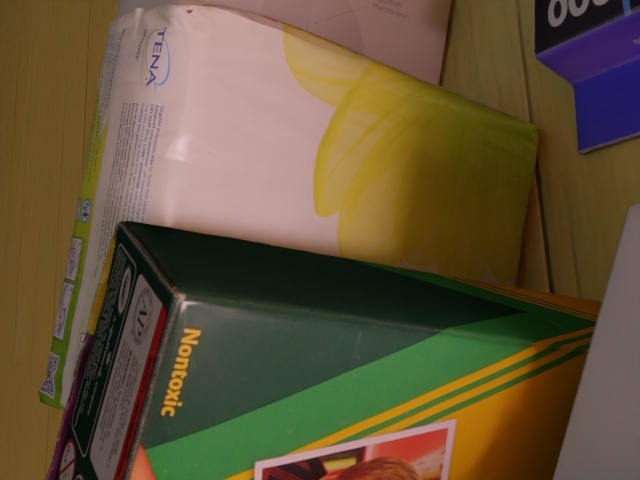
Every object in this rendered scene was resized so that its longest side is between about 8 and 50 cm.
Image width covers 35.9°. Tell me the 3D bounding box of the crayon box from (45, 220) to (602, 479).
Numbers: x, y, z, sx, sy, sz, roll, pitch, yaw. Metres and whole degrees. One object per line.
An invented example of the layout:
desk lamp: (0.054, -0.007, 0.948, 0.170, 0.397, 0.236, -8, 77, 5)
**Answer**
crayon box: (0.012, 0.197, 0.504, 0.106, 0.313, 0.363, 37, 113, 59)

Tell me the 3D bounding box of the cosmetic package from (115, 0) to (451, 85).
cosmetic package: (-0.029, -0.164, 0.756, 0.138, 0.224, 0.224, 9, 89, 58)

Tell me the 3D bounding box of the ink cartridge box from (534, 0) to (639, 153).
ink cartridge box: (0.206, -0.173, 0.555, 0.206, 0.045, 0.208, -18, 68, 55)

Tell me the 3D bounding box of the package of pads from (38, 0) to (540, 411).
package of pads: (0.000, 0.000, 0.594, 0.101, 0.296, 0.229, 7, 87, 50)

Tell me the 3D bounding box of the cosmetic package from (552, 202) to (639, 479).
cosmetic package: (0.190, 0.194, 0.375, 0.217, 0.156, 0.385, 28, 104, 57)
